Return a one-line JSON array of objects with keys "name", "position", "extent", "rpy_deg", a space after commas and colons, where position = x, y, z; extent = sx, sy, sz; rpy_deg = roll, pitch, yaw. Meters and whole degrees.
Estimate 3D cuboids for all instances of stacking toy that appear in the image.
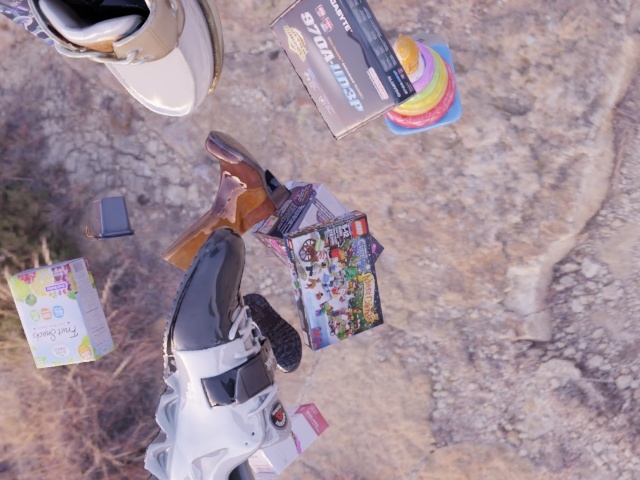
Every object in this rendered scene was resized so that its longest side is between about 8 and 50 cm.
[{"name": "stacking toy", "position": [0.172, -0.319, 1.499], "extent": [0.165, 0.302, 0.175], "rpy_deg": [-12, 84, 11]}]

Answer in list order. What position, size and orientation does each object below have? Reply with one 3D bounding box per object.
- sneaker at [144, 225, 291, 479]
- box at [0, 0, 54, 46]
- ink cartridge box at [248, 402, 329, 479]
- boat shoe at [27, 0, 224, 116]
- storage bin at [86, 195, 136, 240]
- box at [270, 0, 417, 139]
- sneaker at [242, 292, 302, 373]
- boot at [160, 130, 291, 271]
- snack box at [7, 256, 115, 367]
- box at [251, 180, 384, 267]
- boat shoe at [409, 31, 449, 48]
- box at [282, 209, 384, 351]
[{"name": "sneaker", "position": [-0.090, 0.145, 0.839], "extent": [0.146, 0.122, 0.331], "rpy_deg": [16, 115, 12]}, {"name": "box", "position": [-0.452, -0.531, 1.284], "extent": [0.293, 0.395, 0.212], "rpy_deg": [-19, 77, 12]}, {"name": "ink cartridge box", "position": [-0.090, 0.434, 1.670], "extent": [0.067, 0.198, 0.115], "rpy_deg": [55, 147, -4]}, {"name": "boat shoe", "position": [-0.148, -0.172, 0.536], "extent": [0.113, 0.302, 0.103], "rpy_deg": [6, 63, 14]}, {"name": "storage bin", "position": [-0.473, -0.049, 1.749], "extent": [0.135, 0.098, 0.091], "rpy_deg": [-4, 95, 65]}, {"name": "box", "position": [0.032, -0.286, 1.234], "extent": [0.175, 0.051, 0.220], "rpy_deg": [-20, 102, 55]}, {"name": "sneaker", "position": [-0.132, 0.273, 2.132], "extent": [0.283, 0.107, 0.124], "rpy_deg": [51, 149, 42]}, {"name": "boot", "position": [-0.230, -0.068, 1.628], "extent": [0.280, 0.264, 0.096], "rpy_deg": [-43, 57, 4]}, {"name": "snack box", "position": [-0.541, 0.153, 1.637], "extent": [0.174, 0.070, 0.207], "rpy_deg": [-12, 100, 28]}, {"name": "box", "position": [0.000, 0.000, 1.786], "extent": [0.142, 0.247, 0.163], "rpy_deg": [11, 62, 52]}, {"name": "boat shoe", "position": [0.264, -0.443, 1.885], "extent": [0.079, 0.081, 0.227], "rpy_deg": [-34, 25, 3]}, {"name": "box", "position": [0.028, 0.075, 1.493], "extent": [0.044, 0.159, 0.233], "rpy_deg": [29, 133, 60]}]
